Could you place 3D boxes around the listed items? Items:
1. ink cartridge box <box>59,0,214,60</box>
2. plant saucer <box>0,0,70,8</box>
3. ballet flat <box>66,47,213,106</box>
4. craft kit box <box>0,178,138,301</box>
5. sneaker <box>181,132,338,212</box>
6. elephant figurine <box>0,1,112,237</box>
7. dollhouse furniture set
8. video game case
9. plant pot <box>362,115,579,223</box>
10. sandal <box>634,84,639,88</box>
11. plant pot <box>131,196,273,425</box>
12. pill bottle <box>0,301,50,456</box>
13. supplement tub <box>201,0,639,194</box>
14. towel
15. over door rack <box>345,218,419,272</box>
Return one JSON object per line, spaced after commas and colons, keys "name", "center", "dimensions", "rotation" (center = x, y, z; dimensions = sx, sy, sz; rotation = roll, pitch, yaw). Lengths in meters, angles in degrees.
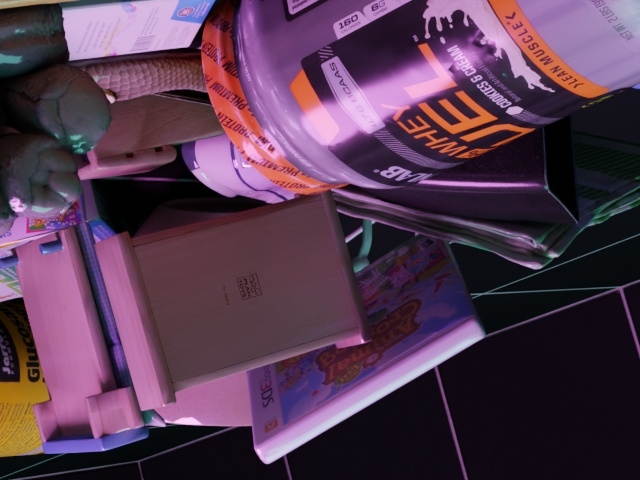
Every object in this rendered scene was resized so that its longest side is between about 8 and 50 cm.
{"name": "ink cartridge box", "center": [-0.140, -0.158, 1.043], "dimensions": [0.122, 0.052, 0.088], "rotation": [-11, 167, -21]}
{"name": "plant saucer", "center": [-0.129, -0.210, 0.748], "dimensions": [0.332, 0.081, 0.333], "rotation": [-10, 167, -20]}
{"name": "ballet flat", "center": [-0.111, -0.114, 1.180], "dimensions": [0.084, 0.058, 0.250], "rotation": [10, -169, 33]}
{"name": "craft kit box", "center": [-0.319, 0.012, 1.615], "dimensions": [0.246, 0.061, 0.250], "rotation": [-17, 168, 0]}
{"name": "sneaker", "center": [-0.048, -0.077, 1.496], "dimensions": [0.091, 0.094, 0.258], "rotation": [3, 172, 20]}
{"name": "elephant figurine", "center": [-0.241, -0.076, 0.995], "dimensions": [0.169, 0.186, 0.239], "rotation": [-35, -161, -18]}
{"name": "dollhouse furniture set", "center": [-0.144, 0.017, 1.383], "dimensions": [0.198, 0.286, 0.303], "rotation": [-15, 178, -32]}
{"name": "video game case", "center": [0.030, 0.084, 1.371], "dimensions": [0.212, 0.023, 0.193], "rotation": [-31, -156, 8]}
{"name": "plant pot", "center": [0.111, -0.109, 1.299], "dimensions": [0.167, 0.188, 0.188], "rotation": [-6, 171, 15]}
{"name": "sandal", "center": [0.276, -0.181, 1.175], "dimensions": [0.317, 0.126, 0.138], "rotation": [-24, -171, -42]}
{"name": "plant pot", "center": [-0.098, 0.058, 1.600], "dimensions": [0.284, 0.191, 0.284], "rotation": [2, -172, 0]}
{"name": "pill bottle", "center": [-0.413, 0.161, 1.862], "dimensions": [0.188, 0.188, 0.334], "rotation": [-20, 168, 23]}
{"name": "supplement tub", "center": [0.086, -0.152, 1.006], "dimensions": [0.316, 0.194, 0.193], "rotation": [-24, 165, 38]}
{"name": "towel", "center": [0.175, -0.056, 1.517], "dimensions": [0.247, 0.038, 0.325], "rotation": [16, -155, 30]}
{"name": "over door rack", "center": [0.000, 0.000, 1.818], "dimensions": [0.324, 0.108, 0.239], "rotation": [-22, 165, 34]}
